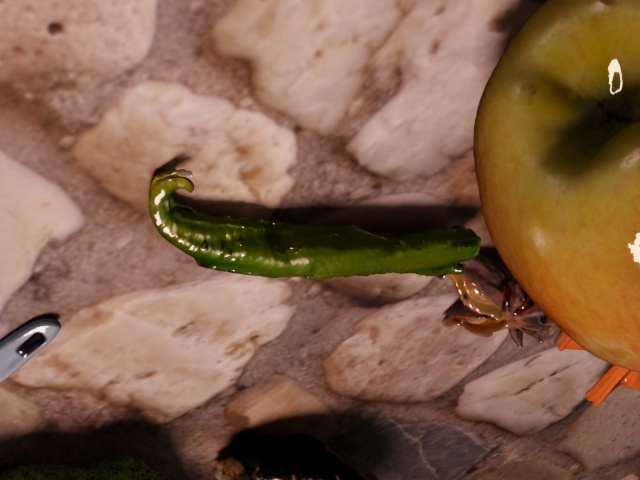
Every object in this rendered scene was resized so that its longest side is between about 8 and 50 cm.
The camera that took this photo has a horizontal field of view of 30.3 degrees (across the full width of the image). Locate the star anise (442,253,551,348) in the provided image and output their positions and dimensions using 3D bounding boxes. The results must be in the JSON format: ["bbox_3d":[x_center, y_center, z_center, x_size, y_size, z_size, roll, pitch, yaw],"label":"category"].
[{"bbox_3d":[0.243,-0.001,1.274,0.148,0.218,0.227,48,60,-24],"label":"star anise"}]

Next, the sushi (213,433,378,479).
[{"bbox_3d":[-0.008,0.330,1.390,0.204,0.200,0.213,-14,150,-28],"label":"sushi"}]

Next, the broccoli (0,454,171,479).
[{"bbox_3d":[-0.276,0.392,1.229,0.413,0.321,0.310,-2,167,-38],"label":"broccoli"}]

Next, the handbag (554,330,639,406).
[{"bbox_3d":[0.498,0.036,1.371,0.410,0.116,0.303,-10,146,-30],"label":"handbag"}]

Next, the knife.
[{"bbox_3d":[-0.364,0.159,1.109,0.313,0.019,0.044,-36,136,16],"label":"knife"}]

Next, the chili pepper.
[{"bbox_3d":[-0.001,0.000,1.086,0.359,0.076,0.085,7,158,-38],"label":"chili pepper"}]

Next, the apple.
[{"bbox_3d":[0.288,-0.064,0.949,0.338,0.338,0.305,-34,140,12],"label":"apple"}]
